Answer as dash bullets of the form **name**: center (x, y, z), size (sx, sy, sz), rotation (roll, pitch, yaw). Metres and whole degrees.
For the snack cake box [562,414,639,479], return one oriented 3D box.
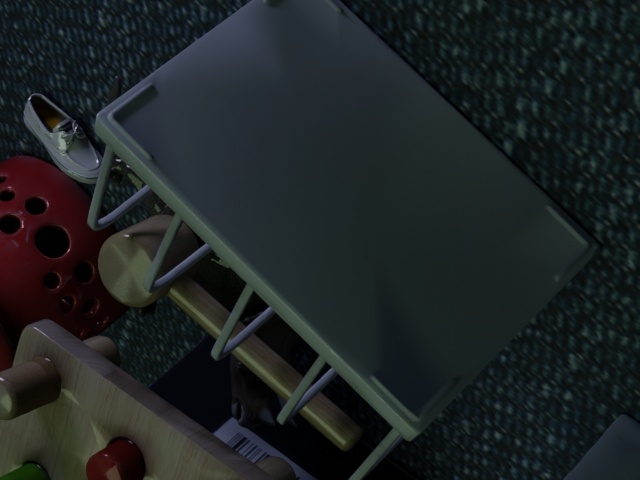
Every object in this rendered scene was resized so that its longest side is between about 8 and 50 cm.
- **snack cake box**: center (0.188, 0.268, 1.103), size (0.089, 0.152, 0.264), rotation (33, 144, 22)

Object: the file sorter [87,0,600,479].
- **file sorter**: center (0.000, 0.000, 1.024), size (0.277, 0.193, 0.173), rotation (45, 150, 8)

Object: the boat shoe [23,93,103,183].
- **boat shoe**: center (-0.226, -0.092, 1.337), size (0.100, 0.035, 0.035), rotation (47, 150, 16)

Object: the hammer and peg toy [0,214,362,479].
- **hammer and peg toy**: center (-0.140, 0.183, 1.133), size (0.266, 0.127, 0.361), rotation (32, 118, 23)

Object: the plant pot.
- **plant pot**: center (-0.301, 0.042, 1.435), size (0.191, 0.174, 0.191), rotation (31, 145, 25)

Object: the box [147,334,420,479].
- **box**: center (-0.065, 0.339, 1.417), size (0.293, 0.212, 0.395), rotation (34, 143, 22)

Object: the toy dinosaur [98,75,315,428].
- **toy dinosaur**: center (-0.081, -0.006, 1.208), size (0.160, 0.121, 0.314), rotation (8, 125, 30)
